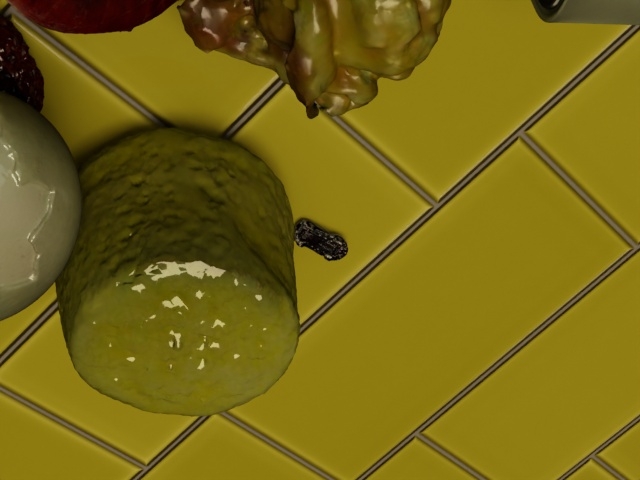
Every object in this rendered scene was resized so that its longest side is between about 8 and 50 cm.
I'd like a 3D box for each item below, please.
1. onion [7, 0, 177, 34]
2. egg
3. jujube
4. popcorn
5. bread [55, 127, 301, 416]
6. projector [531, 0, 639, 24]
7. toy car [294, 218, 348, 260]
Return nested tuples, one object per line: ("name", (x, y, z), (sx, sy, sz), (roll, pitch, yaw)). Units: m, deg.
("onion", (-0.257, -0.368, 1.235), (0.276, 0.276, 0.276), (-7, 125, -10))
("egg", (-0.422, -0.045, 1.309), (0.278, 0.278, 0.336), (9, 149, -20))
("jujube", (-0.400, -0.216, 1.389), (0.104, 0.104, 0.166), (-27, 138, 5))
("popcorn", (0.017, -0.331, 1.324), (0.290, 0.326, 0.321), (-6, 155, -39))
("bread", (-0.183, 0.054, 1.488), (0.348, 0.308, 0.348), (-9, 127, -12))
("projector", (0.391, -0.411, 1.339), (0.249, 0.249, 0.248), (0, 142, -14))
("toy car", (0.000, 0.000, 1.671), (0.093, 0.025, 0.041), (27, 115, -24))
